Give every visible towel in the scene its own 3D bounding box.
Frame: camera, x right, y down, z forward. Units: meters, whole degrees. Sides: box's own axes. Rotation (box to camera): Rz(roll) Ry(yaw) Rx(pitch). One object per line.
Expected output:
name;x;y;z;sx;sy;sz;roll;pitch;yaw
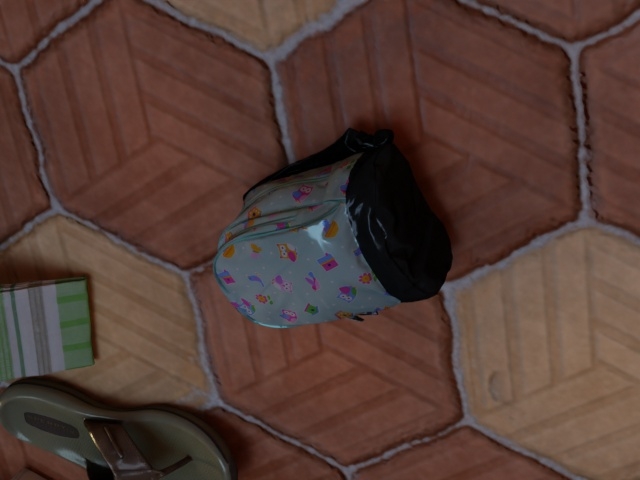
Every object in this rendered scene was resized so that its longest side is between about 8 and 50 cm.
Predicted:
towel;-0.300;0.087;1.364;0.152;0.023;0.113;-7;126;-14

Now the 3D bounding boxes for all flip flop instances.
flip flop;-0.214;0.214;1.415;0.277;0.080;0.112;15;125;15

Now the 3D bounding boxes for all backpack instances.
backpack;0.000;0.000;1.162;0.182;0.115;0.152;-11;118;32

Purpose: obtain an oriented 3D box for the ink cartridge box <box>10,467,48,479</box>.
ink cartridge box;-0.272;0.372;1.536;0.218;0.092;0.158;29;128;7
